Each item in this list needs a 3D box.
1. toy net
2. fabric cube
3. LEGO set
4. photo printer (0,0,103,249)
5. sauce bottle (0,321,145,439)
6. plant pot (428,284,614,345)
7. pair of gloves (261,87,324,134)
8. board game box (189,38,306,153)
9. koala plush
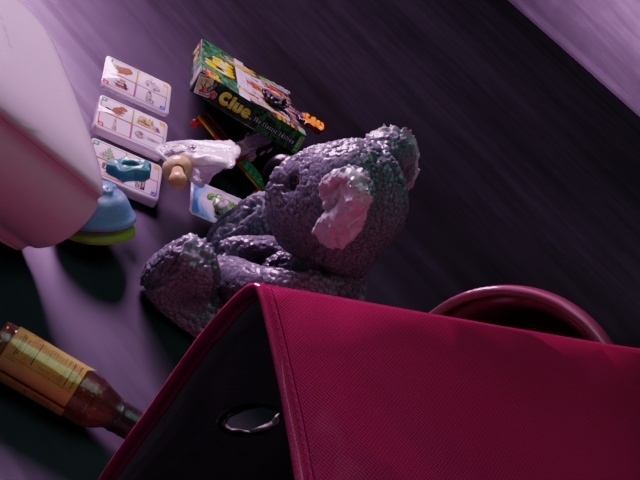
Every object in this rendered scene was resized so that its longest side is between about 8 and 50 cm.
[{"bbox_3d":[-0.169,-0.057,1.033,0.122,0.045,0.232,19,25,30],"label":"toy net"},{"bbox_3d":[0.044,0.204,0.570,0.258,0.254,0.259,10,47,-29],"label":"fabric cube"},{"bbox_3d":[-0.130,-0.074,1.158,0.244,0.060,0.182,22,41,-24],"label":"LEGO set"},{"bbox_3d":[-0.310,-0.157,0.844,0.307,0.107,0.256,46,14,-52],"label":"photo printer"},{"bbox_3d":[-0.177,0.105,0.784,0.128,0.042,0.042,34,26,-10],"label":"sauce bottle"},{"bbox_3d":[0.185,0.140,1.017,0.201,0.201,0.180,45,12,16],"label":"plant pot"},{"bbox_3d":[-0.031,-0.149,1.255,0.083,0.010,0.074,32,13,-7],"label":"pair of gloves"},{"bbox_3d":[-0.089,-0.174,1.299,0.136,0.030,0.259,28,13,-14],"label":"board game box"},{"bbox_3d":[0.000,0.000,0.966,0.203,0.221,0.196,40,26,6],"label":"koala plush"}]
